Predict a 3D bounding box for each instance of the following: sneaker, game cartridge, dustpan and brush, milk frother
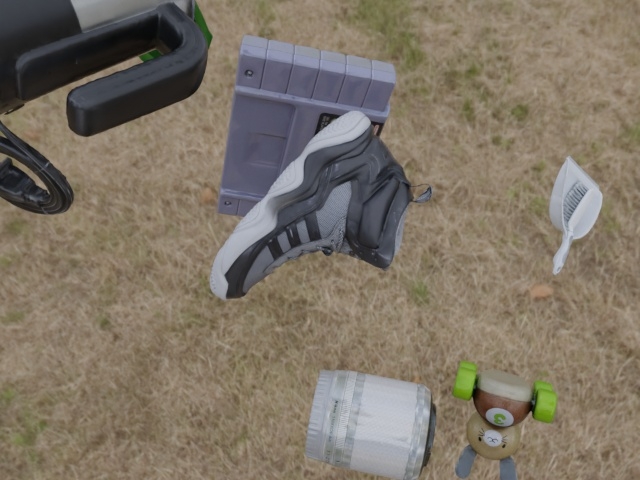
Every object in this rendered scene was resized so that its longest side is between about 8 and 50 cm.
[{"bbox_3d":[0.000,0.000,0.689,0.153,0.101,0.268,42,105,3],"label":"sneaker"},{"bbox_3d":[-0.035,-0.146,0.985,0.230,0.355,0.068,12,53,-7],"label":"game cartridge"},{"bbox_3d":[0.478,-0.035,1.186,0.060,0.147,0.211,29,90,54],"label":"dustpan and brush"},{"bbox_3d":[-0.150,-0.102,0.373,0.135,0.143,0.129,-39,93,-37],"label":"milk frother"}]

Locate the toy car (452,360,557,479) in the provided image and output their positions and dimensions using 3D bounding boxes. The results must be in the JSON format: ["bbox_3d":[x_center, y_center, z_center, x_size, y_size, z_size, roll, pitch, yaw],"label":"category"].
[{"bbox_3d":[0.288,0.314,1.026,0.155,0.149,0.188,13,91,16],"label":"toy car"}]

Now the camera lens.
[{"bbox_3d":[0.119,0.423,1.435,0.275,0.219,0.219,10,54,7],"label":"camera lens"}]

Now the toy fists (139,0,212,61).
[{"bbox_3d":[-0.197,-0.268,0.526,0.096,0.279,0.142,-30,60,7],"label":"toy fists"}]
